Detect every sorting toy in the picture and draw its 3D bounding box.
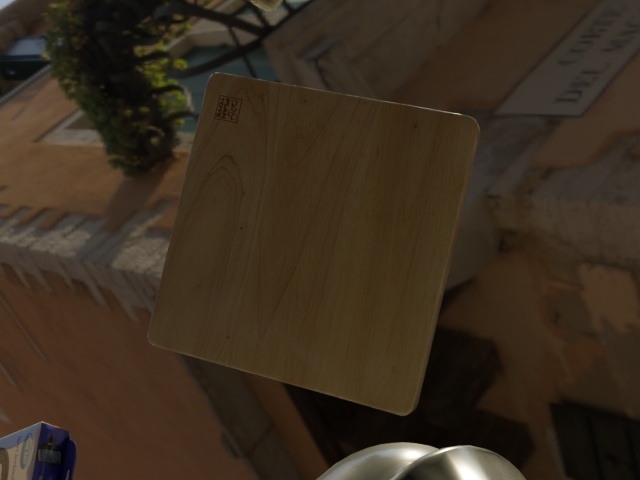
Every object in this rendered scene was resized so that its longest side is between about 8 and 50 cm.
[{"bbox_3d":[0.000,0.000,0.916,0.089,0.255,0.257,17,-94,-70],"label":"sorting toy"}]

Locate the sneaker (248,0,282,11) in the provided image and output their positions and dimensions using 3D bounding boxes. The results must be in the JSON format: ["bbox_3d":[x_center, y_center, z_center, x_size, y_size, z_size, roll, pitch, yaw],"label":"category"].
[{"bbox_3d":[-0.049,-0.268,0.883,0.086,0.192,0.064,41,-109,0],"label":"sneaker"}]

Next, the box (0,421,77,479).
[{"bbox_3d":[-0.219,0.178,0.691,0.028,0.136,0.081,29,-132,-37],"label":"box"}]

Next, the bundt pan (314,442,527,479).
[{"bbox_3d":[0.101,0.219,0.463,0.124,0.331,0.331,-45,-56,-26],"label":"bundt pan"}]
